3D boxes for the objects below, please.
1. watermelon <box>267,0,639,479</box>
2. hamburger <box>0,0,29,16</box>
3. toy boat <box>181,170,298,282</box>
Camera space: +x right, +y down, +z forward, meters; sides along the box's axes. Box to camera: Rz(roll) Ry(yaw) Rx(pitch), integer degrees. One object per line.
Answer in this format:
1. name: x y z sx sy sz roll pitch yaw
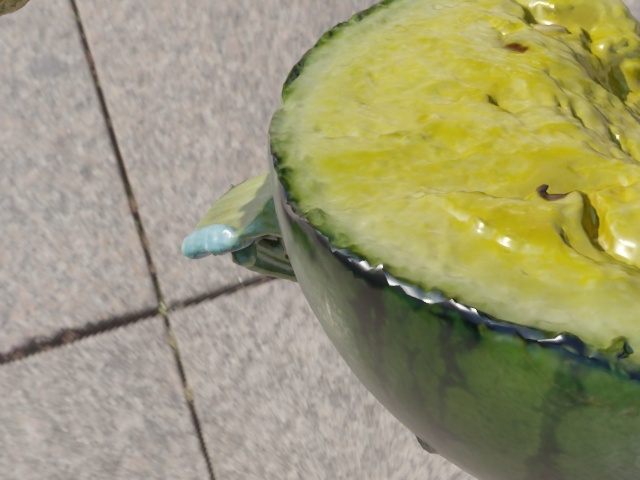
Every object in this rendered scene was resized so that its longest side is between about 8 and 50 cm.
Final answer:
1. watermelon: 0.144 0.021 0.548 0.331 0.189 0.331 -4 34 3
2. hamburger: -0.188 -0.177 0.620 0.083 0.147 0.138 5 71 41
3. toy boat: -0.001 -0.006 1.119 0.111 0.276 0.084 -17 70 36
